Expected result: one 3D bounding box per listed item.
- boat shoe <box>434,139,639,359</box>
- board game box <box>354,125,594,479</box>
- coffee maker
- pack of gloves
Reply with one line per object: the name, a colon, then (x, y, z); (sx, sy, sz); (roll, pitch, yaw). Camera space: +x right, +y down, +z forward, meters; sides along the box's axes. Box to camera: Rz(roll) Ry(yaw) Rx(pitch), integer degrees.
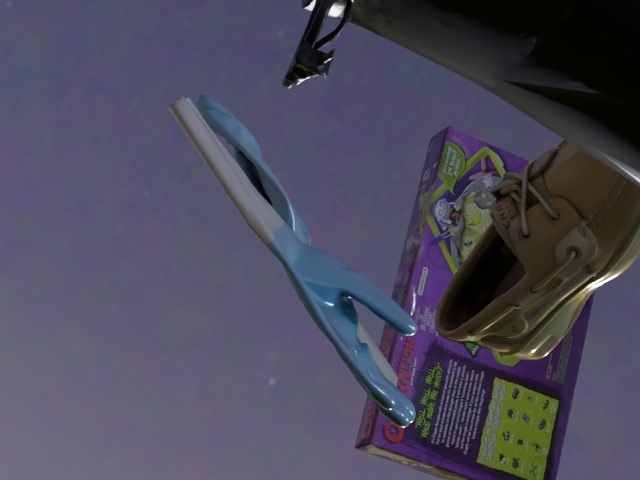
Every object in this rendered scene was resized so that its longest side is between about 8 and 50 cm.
boat shoe: (0.186, -0.012, 1.307); (0.098, 0.109, 0.302); (8, -43, -21)
board game box: (0.172, 0.078, 1.651); (0.208, 0.346, 0.056); (23, -21, -21)
coffee maker: (0.092, -0.092, 0.639); (0.178, 0.171, 0.120); (28, -8, -10)
pack of gloves: (0.000, 0.000, 0.969); (0.232, 0.046, 0.195); (56, 5, -6)
